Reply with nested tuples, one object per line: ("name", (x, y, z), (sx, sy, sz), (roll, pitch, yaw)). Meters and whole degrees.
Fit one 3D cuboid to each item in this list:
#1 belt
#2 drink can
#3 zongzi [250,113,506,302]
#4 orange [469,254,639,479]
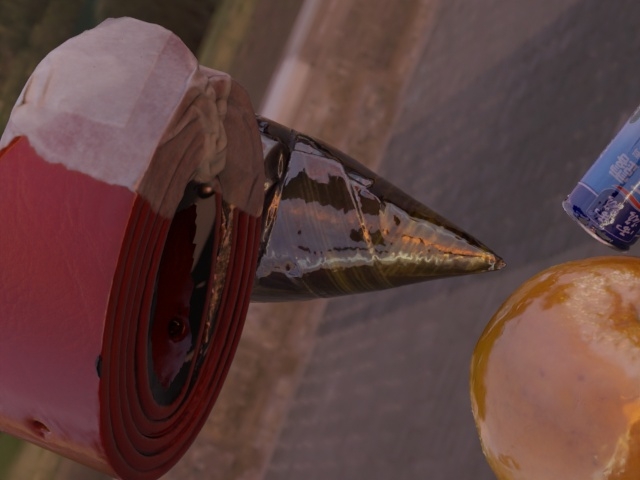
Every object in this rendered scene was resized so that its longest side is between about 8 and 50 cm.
("belt", (-0.133, 0.013, 1.073), (0.227, 0.115, 0.324), (-49, -28, -51))
("drink can", (0.372, -0.104, 1.737), (0.235, 0.097, 0.097), (-53, 13, 21))
("zongzi", (0.000, 0.000, 1.838), (0.403, 0.432, 0.208), (69, -142, -77))
("orange", (0.151, 0.083, 0.801), (0.155, 0.154, 0.134), (-79, -4, -53))
